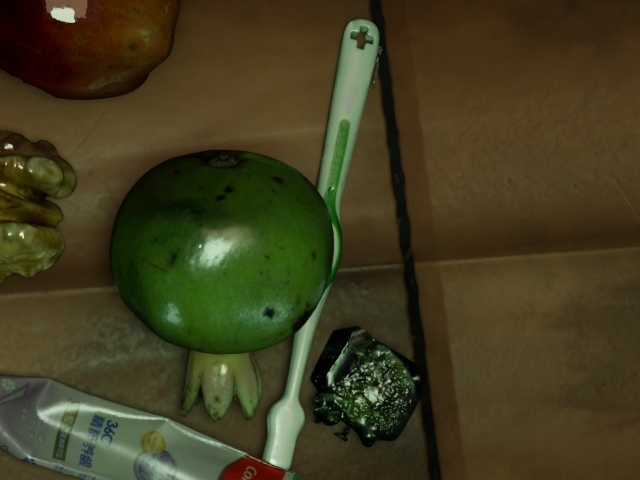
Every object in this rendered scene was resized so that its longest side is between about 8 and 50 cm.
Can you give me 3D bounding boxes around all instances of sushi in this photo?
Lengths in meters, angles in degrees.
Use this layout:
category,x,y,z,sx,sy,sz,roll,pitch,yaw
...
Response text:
category,x,y,z,sx,sy,sz,roll,pitch,yaw
sushi,0.037,0.131,1.331,0.083,0.056,0.084,31,74,-15

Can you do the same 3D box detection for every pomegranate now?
category,x,y,z,sx,sy,sz,roll,pitch,yaw
pomegranate,-0.080,0.037,1.264,0.187,0.187,0.225,-1,108,-15

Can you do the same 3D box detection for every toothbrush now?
category,x,y,z,sx,sy,sz,roll,pitch,yaw
toothbrush,0.001,-0.001,1.348,0.042,0.040,0.417,14,78,-10

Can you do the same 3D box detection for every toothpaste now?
category,x,y,z,sx,sy,sz,roll,pitch,yaw
toothpaste,-0.166,0.172,1.272,0.301,0.048,0.075,20,91,-10

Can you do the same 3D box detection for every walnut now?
category,x,y,z,sx,sy,sz,roll,pitch,yaw
walnut,-0.287,-0.039,1.267,0.170,0.069,0.142,9,80,-10

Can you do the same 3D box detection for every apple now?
category,x,y,z,sx,sy,sz,roll,pitch,yaw
apple,-0.196,-0.198,1.280,0.158,0.147,0.156,11,57,-13
